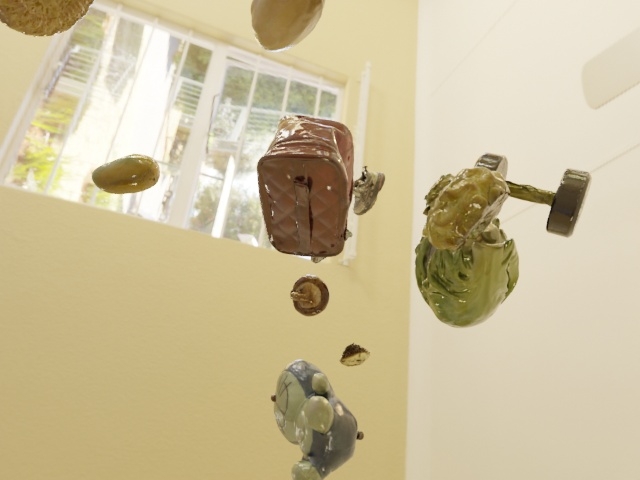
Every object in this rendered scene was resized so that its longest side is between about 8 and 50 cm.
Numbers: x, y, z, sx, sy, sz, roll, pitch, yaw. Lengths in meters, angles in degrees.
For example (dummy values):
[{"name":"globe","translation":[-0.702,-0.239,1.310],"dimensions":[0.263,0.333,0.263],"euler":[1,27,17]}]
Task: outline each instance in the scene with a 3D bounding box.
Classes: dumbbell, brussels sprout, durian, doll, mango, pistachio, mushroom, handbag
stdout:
[{"name":"dumbbell","translation":[0.635,-0.145,1.474],"dimensions":[0.203,0.322,0.204],"euler":[-37,136,-45]},{"name":"brussels sprout","translation":[0.513,0.122,1.696],"dimensions":[0.425,0.342,0.362],"euler":[-68,147,-73]},{"name":"durian","translation":[0.110,0.371,1.558],"dimensions":[0.052,0.130,0.066],"euler":[37,-66,46]},{"name":"doll","translation":[-0.023,0.362,1.000],"dimensions":[0.258,0.153,0.228],"euler":[26,-67,57]},{"name":"mango","translation":[-0.718,-0.243,1.757],"dimensions":[0.114,0.250,0.157],"euler":[98,-19,-66]},{"name":"pistachio","translation":[-0.092,-0.623,1.295],"dimensions":[0.293,0.181,0.162],"euler":[-32,-135,51]},{"name":"mushroom","translation":[-0.030,0.168,1.446],"dimensions":[0.087,0.127,0.127],"euler":[-32,140,-77]},{"name":"handbag","translation":[-0.020,-0.083,0.784],"dimensions":[0.135,0.146,0.225],"euler":[-75,169,-46]}]

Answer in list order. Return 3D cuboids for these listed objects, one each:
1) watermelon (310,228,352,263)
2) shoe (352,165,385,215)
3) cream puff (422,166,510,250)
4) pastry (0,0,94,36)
[{"name":"watermelon","translation":[0.000,0.000,1.341],"dimensions":[0.071,0.187,0.139],"euler":[42,-68,30]},{"name":"shoe","translation":[0.157,-0.181,1.727],"dimensions":[0.180,0.092,0.089],"euler":[-61,-156,3]},{"name":"cream puff","translation":[0.397,-0.102,1.362],"dimensions":[0.281,0.185,0.282],"euler":[-41,159,-19]},{"name":"pastry","translation":[-0.403,-0.392,0.669],"dimensions":[0.189,0.103,0.189],"euler":[-49,170,-11]}]
